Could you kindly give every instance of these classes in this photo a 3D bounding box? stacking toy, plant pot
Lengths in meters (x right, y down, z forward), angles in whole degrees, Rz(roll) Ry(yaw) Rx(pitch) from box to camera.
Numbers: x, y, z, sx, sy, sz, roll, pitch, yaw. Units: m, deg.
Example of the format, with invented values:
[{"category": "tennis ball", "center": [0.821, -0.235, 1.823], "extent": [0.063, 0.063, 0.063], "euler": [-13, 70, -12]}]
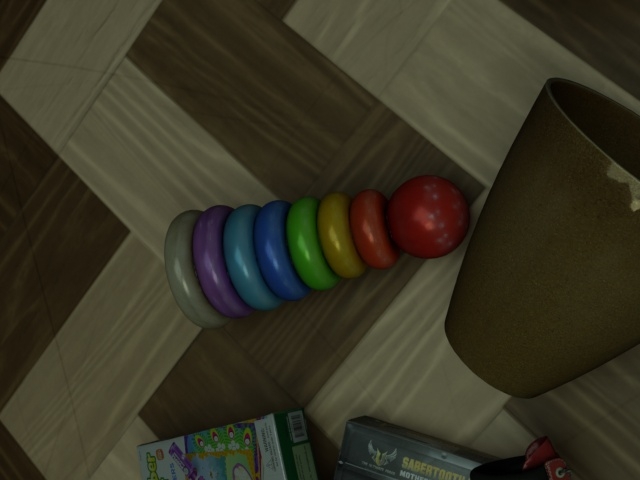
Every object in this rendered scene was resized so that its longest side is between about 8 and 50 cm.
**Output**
[{"category": "stacking toy", "center": [0.000, 0.000, 0.996], "extent": [0.330, 0.141, 0.141], "euler": [-14, 80, 20]}, {"category": "plant pot", "center": [0.232, 0.019, 0.846], "extent": [0.237, 0.237, 0.254], "euler": [46, 119, 21]}]

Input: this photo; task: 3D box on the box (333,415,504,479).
[{"category": "box", "center": [0.119, 0.305, 0.952], "extent": [0.231, 0.056, 0.183], "euler": [12, 90, 25]}]

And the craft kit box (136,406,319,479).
[{"category": "craft kit box", "center": [-0.094, 0.331, 1.016], "extent": [0.247, 0.061, 0.249], "euler": [-24, 75, 42]}]

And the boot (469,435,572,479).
[{"category": "boot", "center": [0.261, 0.272, 0.837], "extent": [0.244, 0.088, 0.176], "euler": [1, 90, 3]}]
